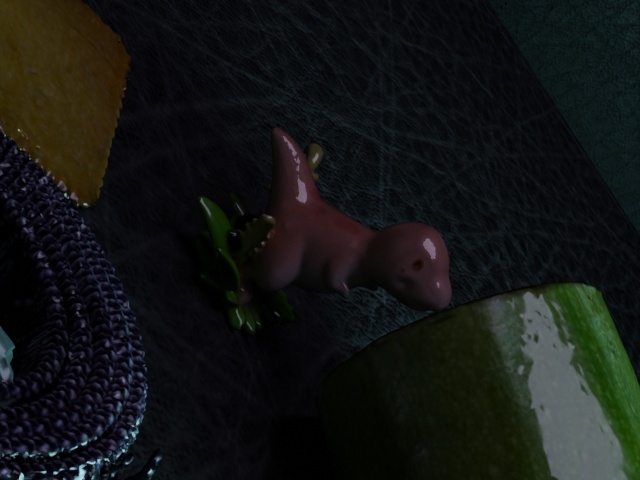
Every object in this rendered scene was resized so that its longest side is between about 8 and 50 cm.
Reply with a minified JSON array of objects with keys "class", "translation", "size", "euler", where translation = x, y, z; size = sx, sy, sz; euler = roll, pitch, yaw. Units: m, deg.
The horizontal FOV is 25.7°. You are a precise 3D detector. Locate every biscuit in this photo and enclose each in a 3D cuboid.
[{"class":"biscuit","translation":[-0.233,-0.159,1.064],"size":[0.232,0.013,0.236],"euler":[46,26,-29]}]

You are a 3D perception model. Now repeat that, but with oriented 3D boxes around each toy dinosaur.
[{"class":"toy dinosaur","translation":[-0.004,-0.002,1.139],"size":[0.152,0.177,0.194],"euler":[8,54,-63]}]

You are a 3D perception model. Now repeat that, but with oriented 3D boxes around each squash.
[{"class":"squash","translation":[0.165,0.257,1.082],"size":[0.263,0.263,0.384],"euler":[19,47,-57]}]

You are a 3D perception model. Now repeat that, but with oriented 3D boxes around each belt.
[{"class":"belt","translation":[-0.216,0.022,0.674],"size":[0.260,0.122,0.324],"euler":[19,30,-42]}]
